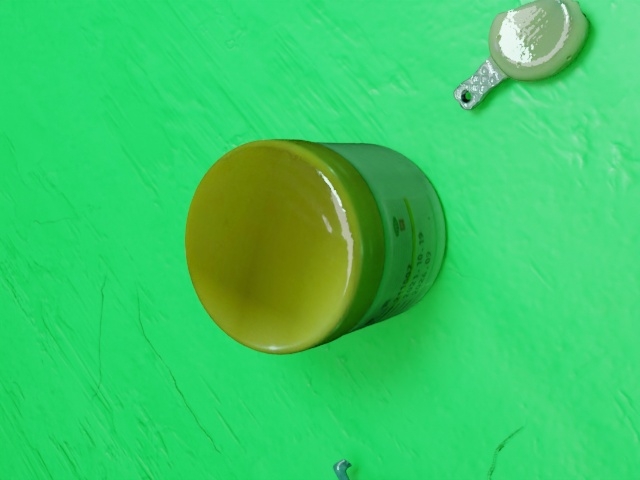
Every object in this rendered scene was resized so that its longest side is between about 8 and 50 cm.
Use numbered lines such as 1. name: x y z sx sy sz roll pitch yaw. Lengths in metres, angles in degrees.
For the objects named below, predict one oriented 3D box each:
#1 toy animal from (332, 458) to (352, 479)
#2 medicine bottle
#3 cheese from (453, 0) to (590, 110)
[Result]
1. toy animal: 0.087 0.371 1.101 0.208 0.100 0.103 38 75 27
2. medicine bottle: 0.000 0.000 1.021 0.238 0.232 0.237 4 97 33
3. cheese: 0.218 -0.217 0.966 0.171 0.048 0.092 -20 83 33
